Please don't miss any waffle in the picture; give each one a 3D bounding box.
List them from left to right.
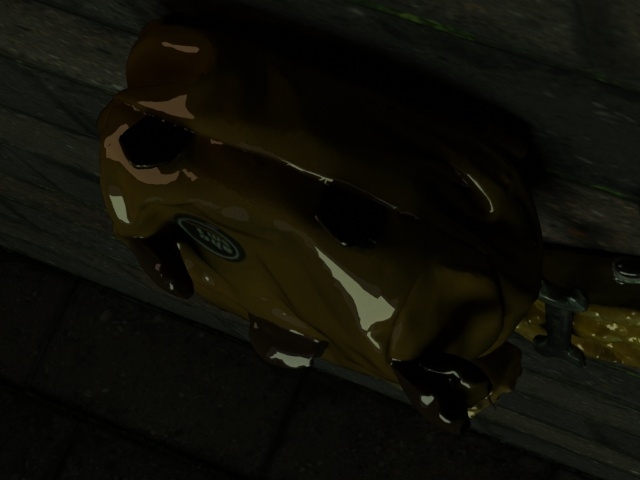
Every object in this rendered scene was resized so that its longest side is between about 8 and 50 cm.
[{"bbox_3d":[0.240,0.059,1.570,0.168,0.057,0.274,30,168,-35],"label":"waffle"}]

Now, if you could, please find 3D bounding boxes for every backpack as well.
[{"bbox_3d":[0.005,-0.005,1.334,0.353,0.201,0.378,24,169,22],"label":"backpack"}]

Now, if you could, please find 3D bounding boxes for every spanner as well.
[{"bbox_3d":[0.198,0.069,1.507,0.054,0.015,0.254,20,168,13],"label":"spanner"}]

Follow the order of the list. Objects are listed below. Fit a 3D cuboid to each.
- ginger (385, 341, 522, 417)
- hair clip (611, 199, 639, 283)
[{"bbox_3d":[0.012,0.013,1.632,0.375,0.166,0.236,12,133,32],"label":"ginger"},{"bbox_3d":[0.313,0.039,1.244,0.218,0.071,0.159,25,175,21],"label":"hair clip"}]
